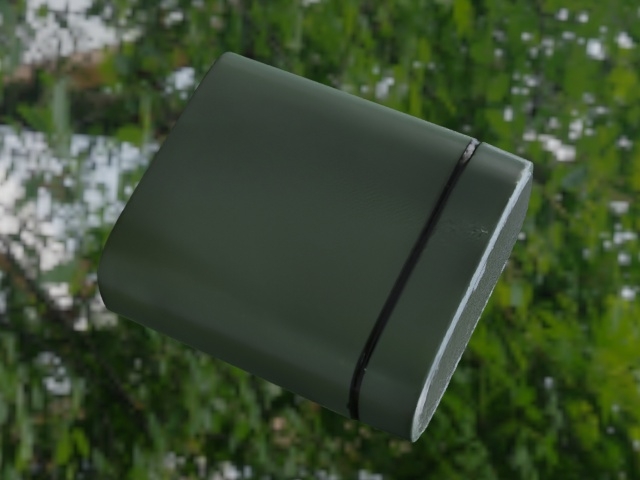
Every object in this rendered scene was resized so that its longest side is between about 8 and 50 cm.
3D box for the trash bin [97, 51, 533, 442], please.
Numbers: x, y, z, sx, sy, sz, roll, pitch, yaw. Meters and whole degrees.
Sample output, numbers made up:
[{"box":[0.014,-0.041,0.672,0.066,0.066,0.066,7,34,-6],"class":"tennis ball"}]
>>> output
[{"box":[0.000,0.000,0.613,0.059,0.130,0.116,88,27,-59],"class":"trash bin"}]
